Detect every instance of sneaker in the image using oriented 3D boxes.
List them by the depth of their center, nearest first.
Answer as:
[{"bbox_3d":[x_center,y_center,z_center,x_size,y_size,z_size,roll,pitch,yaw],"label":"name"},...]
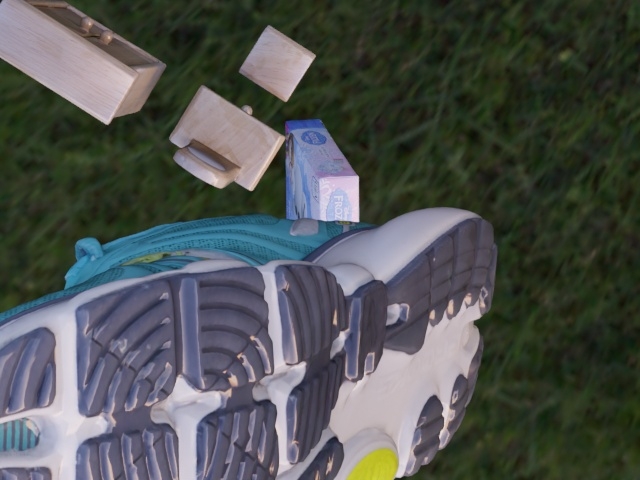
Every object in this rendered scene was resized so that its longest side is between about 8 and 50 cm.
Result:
[{"bbox_3d":[-0.041,0.044,0.559,0.110,0.275,0.107,10,101,25],"label":"sneaker"}]

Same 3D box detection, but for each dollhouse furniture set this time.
[{"bbox_3d":[-0.091,-0.262,1.447,0.303,0.174,0.355,33,98,0],"label":"dollhouse furniture set"}]

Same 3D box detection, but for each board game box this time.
[{"bbox_3d":[0.000,0.000,0.860,0.020,0.090,0.090,-4,110,-11],"label":"board game box"}]
